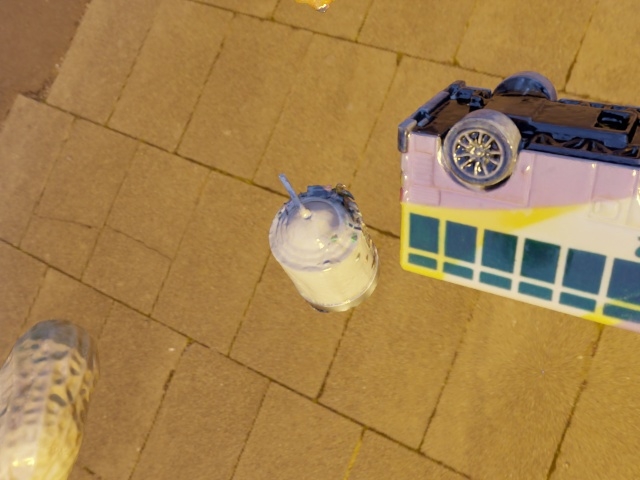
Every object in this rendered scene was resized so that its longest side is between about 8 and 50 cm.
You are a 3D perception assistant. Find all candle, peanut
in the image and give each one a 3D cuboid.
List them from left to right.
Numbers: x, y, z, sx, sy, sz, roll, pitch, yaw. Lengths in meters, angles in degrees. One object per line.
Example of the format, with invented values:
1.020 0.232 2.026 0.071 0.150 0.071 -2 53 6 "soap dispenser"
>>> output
-0.425 0.264 0.945 0.153 0.140 0.325 -8 54 18 "peanut"
0.000 0.000 1.181 0.188 0.330 0.187 -7 61 13 "candle"

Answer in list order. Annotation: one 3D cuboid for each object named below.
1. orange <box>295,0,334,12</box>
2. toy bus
0.031 -0.525 1.011 0.335 0.196 0.262 -12 41 15 "orange"
0.325 -0.035 0.727 0.440 0.209 0.249 14 124 26 "toy bus"
